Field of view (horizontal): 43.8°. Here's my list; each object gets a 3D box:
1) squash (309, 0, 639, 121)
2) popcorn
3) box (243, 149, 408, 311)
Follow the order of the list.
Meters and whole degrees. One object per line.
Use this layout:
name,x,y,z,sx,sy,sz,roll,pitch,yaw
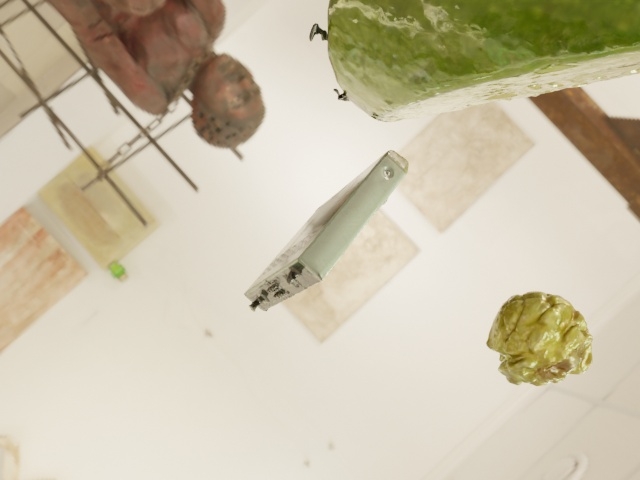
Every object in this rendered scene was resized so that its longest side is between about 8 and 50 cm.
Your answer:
squash,0.146,-0.089,0.337,0.111,0.288,0.203,-11,129,-58
popcorn,0.246,0.114,0.892,0.106,0.116,0.121,-51,169,-16
box,0.000,0.000,1.031,0.211,0.045,0.270,-51,-174,-23
